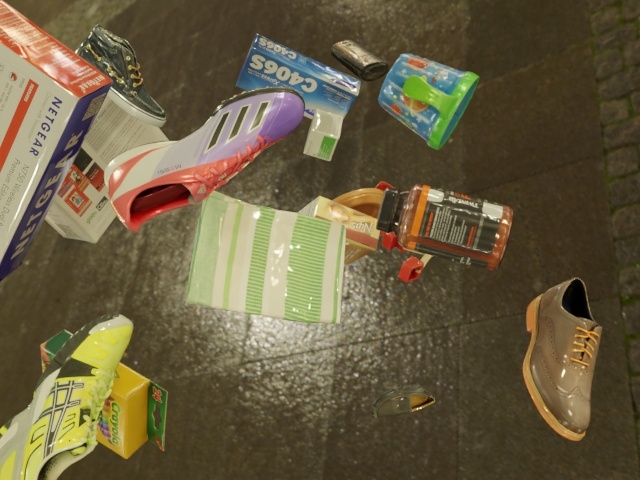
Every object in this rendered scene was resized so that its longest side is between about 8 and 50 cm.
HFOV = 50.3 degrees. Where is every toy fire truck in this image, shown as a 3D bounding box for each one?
[{"bbox_3d":[0.221,0.011,1.608,0.135,0.047,0.192,38,47,27],"label":"toy fire truck"}]

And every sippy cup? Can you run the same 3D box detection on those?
[{"bbox_3d":[0.294,-0.410,1.935,0.224,0.305,0.240,31,67,11],"label":"sippy cup"}]

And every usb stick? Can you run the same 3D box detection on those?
[{"bbox_3d":[0.096,-0.469,1.764,0.077,0.045,0.278,-23,31,-5],"label":"usb stick"}]

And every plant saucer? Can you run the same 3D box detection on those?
[{"bbox_3d":[0.098,-0.082,1.949,0.200,0.200,0.037,-29,65,25],"label":"plant saucer"}]

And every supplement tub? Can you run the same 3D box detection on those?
[{"bbox_3d":[0.189,-0.026,1.058,0.197,0.106,0.106,15,69,7],"label":"supplement tub"}]

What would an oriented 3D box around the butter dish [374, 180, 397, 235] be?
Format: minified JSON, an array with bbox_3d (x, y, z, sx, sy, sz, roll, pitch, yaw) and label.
[{"bbox_3d":[0.206,-0.073,2.088,0.160,0.160,0.118,-52,44,11],"label":"butter dish"}]

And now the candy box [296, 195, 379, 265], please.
[{"bbox_3d":[0.000,0.000,1.795,0.316,0.182,0.088,-33,41,58],"label":"candy box"}]

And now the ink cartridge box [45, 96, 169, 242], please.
[{"bbox_3d":[-0.522,-0.201,1.493,0.130,0.272,0.309,8,56,36],"label":"ink cartridge box"}]

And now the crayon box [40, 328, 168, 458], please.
[{"bbox_3d":[-0.500,0.363,1.571,0.318,0.202,0.081,23,34,21],"label":"crayon box"}]

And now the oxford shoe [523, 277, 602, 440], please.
[{"bbox_3d":[0.498,0.224,1.380,0.364,0.130,0.133,-81,18,-45],"label":"oxford shoe"}]

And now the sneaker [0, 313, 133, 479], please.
[{"bbox_3d":[-0.458,0.318,1.277,0.147,0.145,0.385,26,74,19],"label":"sneaker"}]

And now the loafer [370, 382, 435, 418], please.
[{"bbox_3d":[0.199,0.390,1.640,0.061,0.170,0.062,22,123,55],"label":"loafer"}]

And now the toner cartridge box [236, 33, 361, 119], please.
[{"bbox_3d":[-0.069,-0.482,2.091,0.165,0.347,0.075,127,160,-51],"label":"toner cartridge box"}]

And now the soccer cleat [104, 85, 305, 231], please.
[{"bbox_3d":[-0.158,-0.116,0.994,0.318,0.109,0.116,-25,53,-1],"label":"soccer cleat"}]

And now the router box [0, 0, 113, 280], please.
[{"bbox_3d":[-0.461,-0.144,0.833,0.335,0.301,0.082,-50,7,29],"label":"router box"}]

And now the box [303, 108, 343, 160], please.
[{"bbox_3d":[0.008,-0.310,2.003,0.101,0.087,0.102,113,172,-49],"label":"box"}]

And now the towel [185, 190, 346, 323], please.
[{"bbox_3d":[-0.102,0.040,1.421,0.038,0.324,0.248,139,140,-59],"label":"towel"}]

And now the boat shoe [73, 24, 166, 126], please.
[{"bbox_3d":[-0.319,-0.271,1.135,0.083,0.183,0.065,-47,21,16],"label":"boat shoe"}]
